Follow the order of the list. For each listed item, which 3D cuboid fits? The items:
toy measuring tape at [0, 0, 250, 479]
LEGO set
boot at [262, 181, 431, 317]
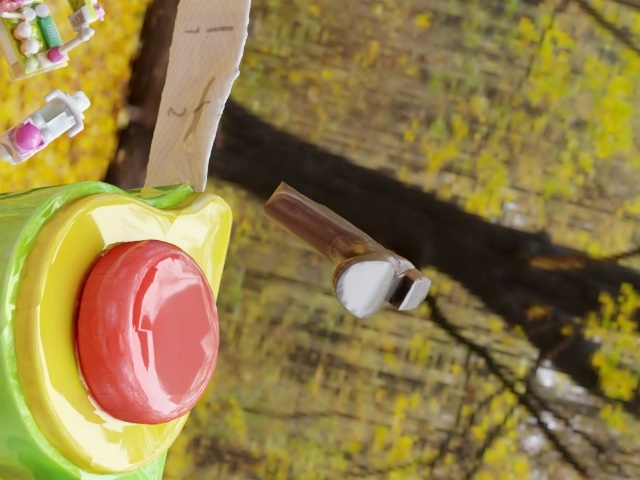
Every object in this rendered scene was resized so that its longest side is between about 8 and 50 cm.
[{"bbox_3d":[-0.090,-0.022,0.591,0.121,0.121,0.330,109,-8,-67],"label":"toy measuring tape"},{"bbox_3d":[-0.247,-0.197,1.018,0.132,0.287,0.107,-49,-162,-29],"label":"LEGO set"},{"bbox_3d":[0.000,0.000,0.876,0.037,0.114,0.106,-56,153,9],"label":"boot"}]
